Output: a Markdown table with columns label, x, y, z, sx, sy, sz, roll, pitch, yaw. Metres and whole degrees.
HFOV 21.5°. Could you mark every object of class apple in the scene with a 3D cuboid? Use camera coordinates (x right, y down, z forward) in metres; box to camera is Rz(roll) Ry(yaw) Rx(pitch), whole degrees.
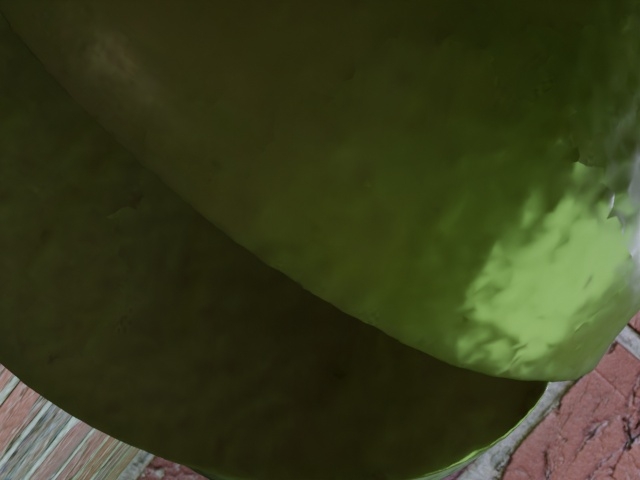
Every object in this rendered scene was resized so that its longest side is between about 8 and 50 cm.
| label | x | y | z | sx | sy | sz | roll | pitch | yaw |
| --- | --- | --- | --- | --- | --- | --- | --- | --- | --- |
| apple | 0.001 | -0.056 | 0.577 | 0.292 | 0.254 | 0.292 | -54 | -179 | 1 |

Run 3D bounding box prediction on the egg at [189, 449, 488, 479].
| label | x | y | z | sx | sy | sz | roll | pitch | yaw |
| --- | --- | --- | --- | --- | --- | --- | --- | --- | --- |
| egg | 0.000 | 0.000 | 0.942 | 0.287 | 0.287 | 0.379 | -50 | -170 | -2 |
